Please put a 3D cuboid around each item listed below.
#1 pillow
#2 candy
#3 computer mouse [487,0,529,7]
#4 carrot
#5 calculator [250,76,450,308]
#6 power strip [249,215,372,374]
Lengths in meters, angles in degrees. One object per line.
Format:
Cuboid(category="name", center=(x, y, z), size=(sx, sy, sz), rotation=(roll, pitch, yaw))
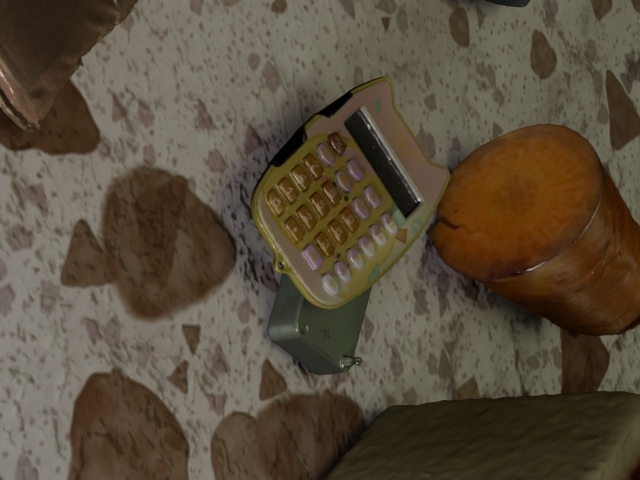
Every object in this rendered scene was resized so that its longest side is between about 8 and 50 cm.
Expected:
Cuboid(category="pillow", center=(-0.217, -0.191, 1.390), size=(0.135, 0.034, 0.211), rotation=(57, 42, -25))
Cuboid(category="candy", center=(0.156, 0.233, 1.579), size=(0.179, 0.321, 0.135), rotation=(-41, 113, -44))
Cuboid(category="computer mouse", center=(0.174, -0.316, 1.918), size=(0.229, 0.068, 0.113), rotation=(13, 60, -63))
Cuboid(category="carrot", center=(0.258, 0.015, 1.878), size=(0.254, 0.196, 0.196), rotation=(43, 51, -47))
Cuboid(category="calculator", center=(0.022, -0.040, 1.604), size=(0.236, 0.033, 0.157), rotation=(-45, 110, -39))
Cuboid(category="power strip", center=(0.000, 0.000, 1.624), size=(0.145, 0.061, 0.215), rotation=(39, 53, -38))
